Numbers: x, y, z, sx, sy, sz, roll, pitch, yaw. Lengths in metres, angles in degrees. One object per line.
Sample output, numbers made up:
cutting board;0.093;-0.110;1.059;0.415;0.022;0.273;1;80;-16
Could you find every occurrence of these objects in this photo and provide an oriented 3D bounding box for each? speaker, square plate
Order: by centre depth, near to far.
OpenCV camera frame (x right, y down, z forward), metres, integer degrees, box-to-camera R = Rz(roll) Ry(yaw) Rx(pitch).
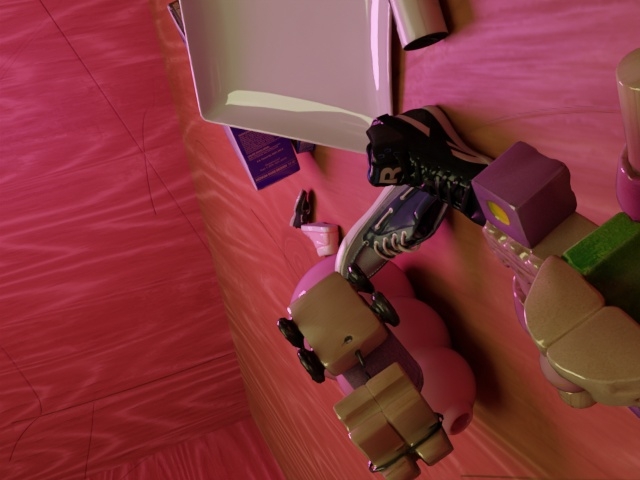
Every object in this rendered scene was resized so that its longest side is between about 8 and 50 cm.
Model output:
speaker;0.101;-0.287;0.739;0.055;0.055;0.136;165;88;-73
square plate;-0.048;-0.304;0.926;0.344;0.049;0.347;15;132;23

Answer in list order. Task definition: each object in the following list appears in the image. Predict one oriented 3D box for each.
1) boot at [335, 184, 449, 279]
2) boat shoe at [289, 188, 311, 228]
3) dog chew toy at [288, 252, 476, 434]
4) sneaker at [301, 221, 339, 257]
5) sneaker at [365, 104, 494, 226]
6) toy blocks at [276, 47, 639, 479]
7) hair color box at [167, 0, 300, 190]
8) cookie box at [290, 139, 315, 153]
boot;0.093;-0.004;0.867;0.190;0.069;0.086;-59;36;11
boat shoe;-0.038;-0.065;1.412;0.125;0.038;0.046;107;-175;-52
dog chew toy;0.095;0.156;0.953;0.332;0.207;0.206;42;145;45
sneaker;0.000;0.000;1.327;0.134;0.051;0.070;-167;67;-66
sneaker;0.123;-0.070;0.755;0.079;0.121;0.217;90;157;-45
toy blocks;0.202;0.099;0.402;0.288;0.309;0.260;52;179;46
hair color box;-0.153;-0.276;1.221;0.185;0.110;0.338;59;175;37
cookie box;-0.039;-0.234;1.249;0.107;0.040;0.091;107;142;-61
